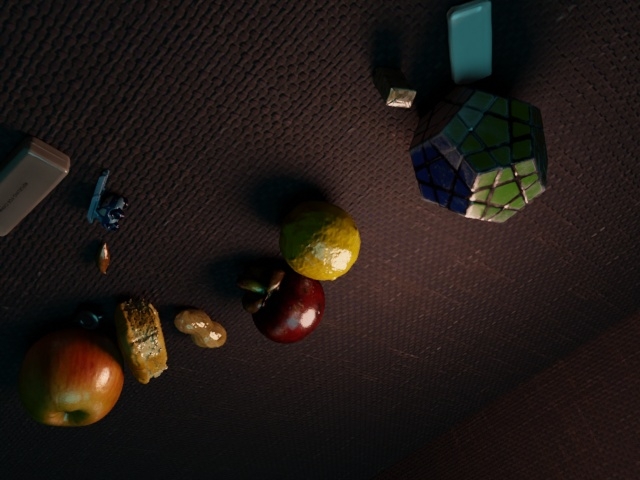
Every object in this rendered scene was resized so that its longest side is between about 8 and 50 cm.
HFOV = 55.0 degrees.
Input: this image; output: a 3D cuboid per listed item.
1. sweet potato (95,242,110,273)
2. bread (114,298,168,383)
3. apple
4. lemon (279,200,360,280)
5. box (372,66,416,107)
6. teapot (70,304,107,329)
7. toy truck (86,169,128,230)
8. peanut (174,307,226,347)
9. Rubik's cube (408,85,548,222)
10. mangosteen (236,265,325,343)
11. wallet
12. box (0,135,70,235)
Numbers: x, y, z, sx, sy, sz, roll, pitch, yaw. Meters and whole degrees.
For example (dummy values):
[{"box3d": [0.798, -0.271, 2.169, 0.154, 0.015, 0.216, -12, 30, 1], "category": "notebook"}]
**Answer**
[{"box3d": [-0.530, 0.040, 1.498, 0.034, 0.034, 0.095, 3, 125, -22], "category": "sweet potato"}, {"box3d": [-0.485, 0.273, 1.666, 0.121, 0.174, 0.245, -9, 146, -16], "category": "bread"}, {"box3d": [-0.672, 0.372, 1.662, 0.286, 0.233, 0.286, -9, 142, -7], "category": "apple"}, {"box3d": [0.000, 0.000, 1.517, 0.231, 0.192, 0.192, 29, 122, -34], "category": "lemon"}, {"box3d": [0.153, -0.320, 1.284, 0.062, 0.098, 0.045, 0, 131, -22], "category": "box"}, {"box3d": [-0.617, 0.201, 1.638, 0.100, 0.045, 0.068, -6, 117, 13], "category": "teapot"}, {"box3d": [-0.465, -0.087, 1.362, 0.074, 0.063, 0.136, 23, 124, -14], "category": "toy truck"}, {"box3d": [-0.345, 0.252, 1.761, 0.089, 0.089, 0.193, -29, 134, 13], "category": "peanut"}, {"box3d": [0.354, -0.192, 1.370, 0.264, 0.319, 0.319, -28, 147, -32], "category": "Rubik's cube"}, {"box3d": [-0.114, 0.155, 1.653, 0.257, 0.215, 0.215, 33, 121, -18], "category": "mangosteen"}, {"box3d": [0.314, -0.411, 1.290, 0.095, 0.033, 0.190, -16, 139, 1], "category": "wallet"}, {"box3d": [-0.633, -0.109, 1.277, 0.243, 0.055, 0.103, -36, 136, 21], "category": "box"}]
